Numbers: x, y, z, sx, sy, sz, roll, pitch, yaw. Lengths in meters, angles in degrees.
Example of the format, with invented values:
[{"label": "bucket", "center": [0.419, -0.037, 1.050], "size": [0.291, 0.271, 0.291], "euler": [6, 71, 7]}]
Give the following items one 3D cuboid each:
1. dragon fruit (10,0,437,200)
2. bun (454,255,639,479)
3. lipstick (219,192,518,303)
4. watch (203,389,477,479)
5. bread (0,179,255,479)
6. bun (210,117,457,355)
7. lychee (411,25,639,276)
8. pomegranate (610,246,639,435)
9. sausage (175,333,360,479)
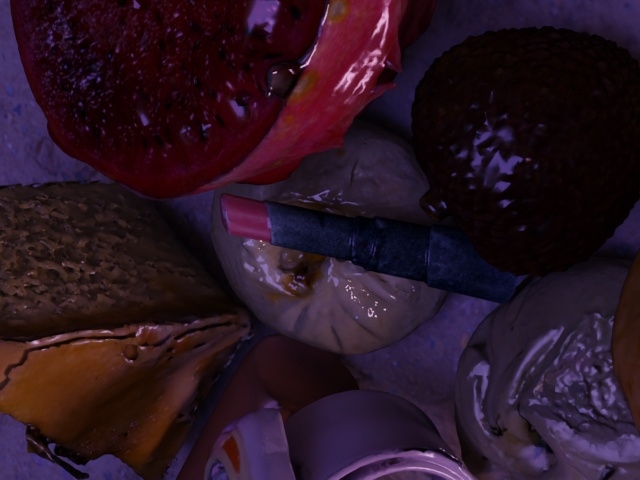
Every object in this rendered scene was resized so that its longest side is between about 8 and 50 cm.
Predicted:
[{"label": "dragon fruit", "center": [-0.053, -0.216, 1.232], "size": [0.371, 0.249, 0.386], "euler": [49, 122, 29]}, {"label": "bun", "center": [0.198, 0.127, 1.254], "size": [0.210, 0.116, 0.237], "euler": [38, 124, 18]}, {"label": "lipstick", "center": [0.036, -0.001, 1.239], "size": [0.234, 0.053, 0.053], "euler": [13, 117, -11]}, {"label": "watch", "center": [0.017, 0.252, 1.295], "size": [0.211, 0.217, 0.248], "euler": [-129, 45, -62]}, {"label": "bread", "center": [-0.251, 0.101, 1.392], "size": [0.248, 0.315, 0.279], "euler": [52, 138, 32]}, {"label": "bun", "center": [0.000, 0.000, 1.332], "size": [0.222, 0.127, 0.222], "euler": [11, 110, 31]}, {"label": "lychee", "center": [0.153, -0.068, 1.181], "size": [0.194, 0.194, 0.194], "euler": [10, 110, 29]}, {"label": "pomegranate", "center": [0.309, 0.059, 1.092], "size": [0.248, 0.248, 0.248], "euler": [10, 110, 29]}, {"label": "sausage", "center": [-0.068, 0.225, 1.452], "size": [0.121, 0.121, 0.304], "euler": [38, 123, 16]}]
